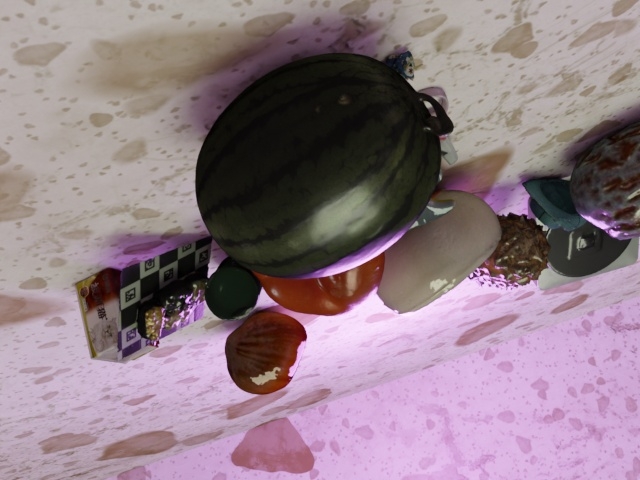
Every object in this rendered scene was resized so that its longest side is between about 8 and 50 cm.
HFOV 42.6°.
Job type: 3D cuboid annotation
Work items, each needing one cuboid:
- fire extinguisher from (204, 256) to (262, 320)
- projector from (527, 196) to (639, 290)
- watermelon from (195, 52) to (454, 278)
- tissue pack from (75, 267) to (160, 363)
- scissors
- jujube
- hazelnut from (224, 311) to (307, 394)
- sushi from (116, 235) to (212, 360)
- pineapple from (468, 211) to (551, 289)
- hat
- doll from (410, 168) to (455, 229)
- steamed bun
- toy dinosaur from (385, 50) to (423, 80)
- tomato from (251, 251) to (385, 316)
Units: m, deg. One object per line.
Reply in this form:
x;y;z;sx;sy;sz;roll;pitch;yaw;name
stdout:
-0.158;0.083;1.538;0.095;0.114;0.311;24;-174;-4;fire extinguisher
0.609;-0.028;1.903;0.257;0.079;0.259;-16;126;-5;projector
0.003;-0.098;1.077;0.359;0.279;0.279;-32;156;26;watermelon
-0.374;0.140;1.515;0.099;0.148;0.106;-26;158;17;tissue pack
0.183;-0.179;1.363;0.118;0.030;0.242;-26;154;19;scissors
0.649;-0.131;1.625;0.308;0.215;0.246;-24;-172;13;jujube
-0.141;0.267;2.010;0.210;0.210;0.186;-19;-171;1;hazelnut
-0.257;0.108;1.451;0.215;0.050;0.192;-26;135;-47;sushi
0.391;0.039;1.835;0.175;0.175;0.361;-15;171;-9;pineapple
0.495;-0.070;1.742;0.191;0.138;0.078;-7;140;-38;hat
0.088;-0.048;1.481;0.316;0.145;0.103;-31;-173;25;doll
0.208;0.006;1.604;0.283;0.177;0.283;-39;179;-1;steamed bun
0.106;-0.230;1.152;0.030;0.047;0.083;-2;152;-40;toy dinosaur
-0.004;0.000;1.380;0.260;0.260;0.180;-32;-176;30;tomato
